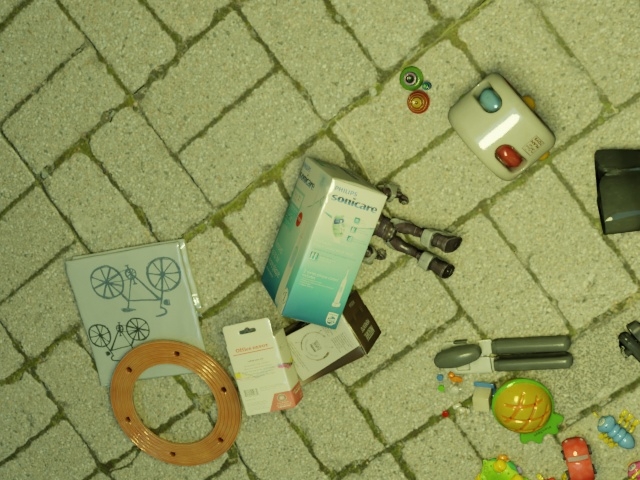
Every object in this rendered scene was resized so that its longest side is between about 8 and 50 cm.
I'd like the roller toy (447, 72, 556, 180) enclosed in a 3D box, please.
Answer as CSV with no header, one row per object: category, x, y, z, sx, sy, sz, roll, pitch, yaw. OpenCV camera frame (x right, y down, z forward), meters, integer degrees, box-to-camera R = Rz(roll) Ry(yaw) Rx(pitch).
roller toy,0.362,-0.225,1.709,0.146,0.191,0.209,-42,88,18

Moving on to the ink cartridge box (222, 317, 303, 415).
ink cartridge box,-0.121,0.257,1.828,0.115,0.067,0.198,-13,97,17

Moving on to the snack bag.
snack bag,-0.428,0.180,2.092,0.323,0.037,0.342,-10,101,18

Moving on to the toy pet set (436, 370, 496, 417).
toy pet set,0.320,0.325,1.896,0.114,0.065,0.122,3,125,21

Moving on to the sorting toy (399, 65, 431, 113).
sorting toy,0.200,-0.315,1.815,0.061,0.042,0.101,-19,95,18

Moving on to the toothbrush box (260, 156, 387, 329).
toothbrush box,0.000,0.000,1.784,0.126,0.216,0.295,17,103,-20

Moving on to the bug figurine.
bug figurine,0.605,0.505,1.848,0.216,0.072,0.279,37,107,6

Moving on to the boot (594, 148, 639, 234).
boot,0.728,-0.062,1.554,0.446,0.367,0.146,1,117,13

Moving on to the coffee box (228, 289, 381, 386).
coffee box,-0.032,0.241,1.923,0.297,0.168,0.118,-29,92,19

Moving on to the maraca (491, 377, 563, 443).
maraca,0.442,0.365,1.857,0.127,0.099,0.185,-34,115,15

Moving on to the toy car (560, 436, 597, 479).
toy car,0.574,0.547,1.784,0.225,0.053,0.238,19,92,12

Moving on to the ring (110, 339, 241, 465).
ring,-0.347,0.390,2.093,0.337,0.032,0.336,5,110,13

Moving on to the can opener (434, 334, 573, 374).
can opener,0.385,0.251,1.846,0.284,0.095,0.075,-6,100,23

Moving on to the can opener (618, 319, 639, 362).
can opener,0.679,0.254,1.785,0.073,0.059,0.186,-38,89,18

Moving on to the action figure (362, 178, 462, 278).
action figure,0.156,-0.017,1.860,0.285,0.099,0.185,27,114,24

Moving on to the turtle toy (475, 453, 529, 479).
turtle toy,0.409,0.521,1.908,0.130,0.066,0.095,40,131,2
